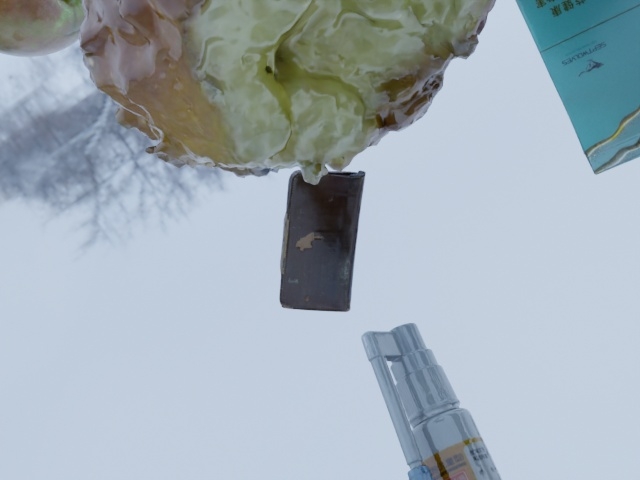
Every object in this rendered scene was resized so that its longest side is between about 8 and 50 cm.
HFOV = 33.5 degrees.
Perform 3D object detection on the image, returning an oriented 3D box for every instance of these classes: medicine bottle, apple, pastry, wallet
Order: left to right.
[{"bbox_3d":[-0.355,-0.313,1.251,0.196,0.196,0.196,-32,-166,9],"label":"apple"},{"bbox_3d":[-0.011,-0.249,0.667,0.292,0.337,0.405,-1,138,-28],"label":"pastry"},{"bbox_3d":[0.000,0.000,1.282,0.095,0.176,0.026,2,-160,-8],"label":"wallet"},{"bbox_3d":[0.103,0.179,0.949,0.092,0.221,0.061,3,145,-47],"label":"medicine bottle"}]

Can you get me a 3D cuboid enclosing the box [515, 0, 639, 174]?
[{"bbox_3d":[0.315,-0.203,1.108,0.162,0.229,0.041,-24,-177,23],"label":"box"}]
